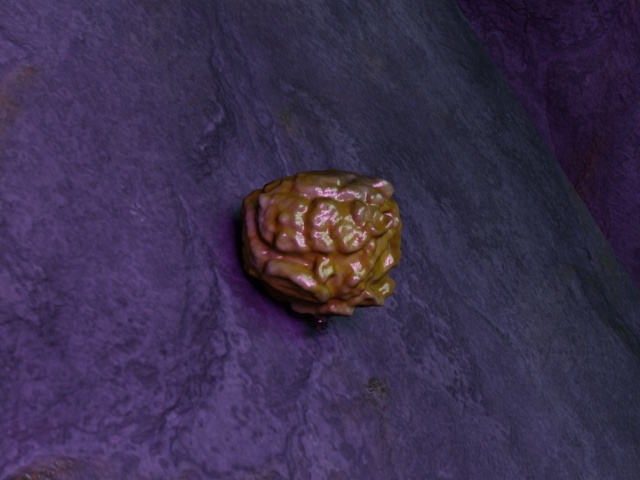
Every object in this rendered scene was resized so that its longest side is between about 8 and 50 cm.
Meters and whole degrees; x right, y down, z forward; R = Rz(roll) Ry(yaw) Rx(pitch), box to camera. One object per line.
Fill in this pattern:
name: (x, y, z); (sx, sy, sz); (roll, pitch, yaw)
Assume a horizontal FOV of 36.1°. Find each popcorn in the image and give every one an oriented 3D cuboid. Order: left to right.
popcorn: (0.006, 0.007, 1.410); (0.249, 0.249, 0.225); (-24, 109, -58)
